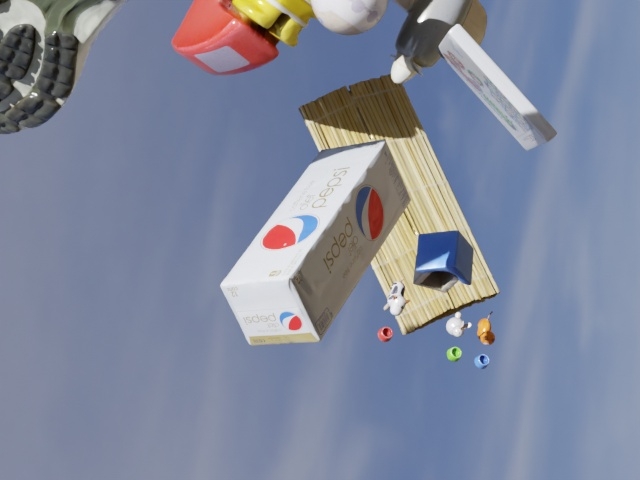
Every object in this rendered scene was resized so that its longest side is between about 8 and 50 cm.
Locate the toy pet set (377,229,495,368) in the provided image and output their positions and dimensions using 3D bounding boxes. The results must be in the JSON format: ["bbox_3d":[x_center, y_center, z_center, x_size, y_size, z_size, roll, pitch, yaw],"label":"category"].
[{"bbox_3d":[0.130,0.055,1.640,0.065,0.122,0.114,129,152,-58],"label":"toy pet set"}]

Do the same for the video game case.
[{"bbox_3d":[0.189,-0.164,1.765,0.019,0.157,0.143,-42,0,-1],"label":"video game case"}]

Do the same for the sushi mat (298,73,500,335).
[{"bbox_3d":[0.097,-0.050,2.001,0.316,0.151,0.019,66,155,10],"label":"sushi mat"}]

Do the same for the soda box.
[{"bbox_3d":[0.000,0.000,1.406,0.216,0.074,0.069,-55,-51,-47],"label":"soda box"}]

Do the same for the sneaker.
[{"bbox_3d":[-0.219,-0.235,1.332,0.158,0.410,0.182,38,-140,-23],"label":"sneaker"}]

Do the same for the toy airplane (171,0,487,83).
[{"bbox_3d":[0.031,-0.341,1.816,0.272,0.386,0.384,-109,19,-44],"label":"toy airplane"}]
